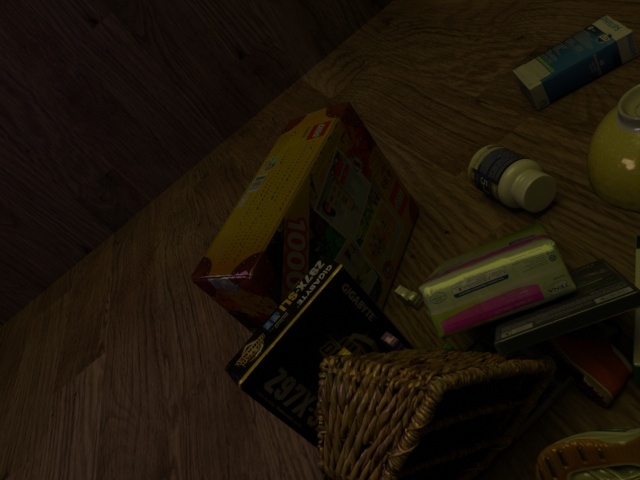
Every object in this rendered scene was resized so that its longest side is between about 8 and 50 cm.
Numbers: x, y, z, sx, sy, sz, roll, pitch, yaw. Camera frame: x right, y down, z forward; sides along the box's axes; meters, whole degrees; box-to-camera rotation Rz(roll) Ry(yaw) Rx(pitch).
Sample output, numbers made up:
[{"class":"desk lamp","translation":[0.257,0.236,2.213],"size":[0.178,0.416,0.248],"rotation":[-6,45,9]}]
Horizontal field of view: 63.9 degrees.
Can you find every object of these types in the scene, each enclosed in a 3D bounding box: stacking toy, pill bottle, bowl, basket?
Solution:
[{"class":"stacking toy","translation":[0.146,0.206,0.918],"size":[0.167,0.221,0.052],"rotation":[-47,33,-13]},{"class":"pill bottle","translation":[0.425,-0.136,1.140],"size":[0.112,0.112,0.187],"rotation":[-40,32,2]},{"class":"bowl","translation":[0.642,-0.209,0.965],"size":[0.289,0.156,0.289],"rotation":[-26,35,20]},{"class":"basket","translation":[0.170,0.270,0.728],"size":[0.223,0.299,0.213],"rotation":[-6,81,48]}]

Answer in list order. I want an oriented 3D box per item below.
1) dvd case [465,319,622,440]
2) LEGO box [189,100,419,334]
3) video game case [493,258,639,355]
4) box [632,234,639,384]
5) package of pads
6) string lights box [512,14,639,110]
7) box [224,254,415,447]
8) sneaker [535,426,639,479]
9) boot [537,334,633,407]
[{"class":"dvd case","translation":[0.359,0.198,0.893],"size":[0.253,0.022,0.180],"rotation":[-44,32,-4]},{"class":"LEGO box","translation":[0.000,0.000,1.173],"size":[0.193,0.372,0.500],"rotation":[-7,46,41]},{"class":"video game case","translation":[0.373,0.096,0.808],"size":[0.196,0.026,0.274],"rotation":[-27,-4,21]},{"class":"box","translation":[0.533,0.102,0.778],"size":[0.100,0.060,0.244],"rotation":[1,50,33]},{"class":"package of pads","translation":[0.306,0.065,0.909],"size":[0.229,0.101,0.296],"rotation":[-25,-3,22]},{"class":"string lights box","translation":[0.651,-0.459,1.326],"size":[0.259,0.077,0.133],"rotation":[-28,35,19]},{"class":"box","translation":[0.027,0.226,0.920],"size":[0.257,0.322,0.079],"rotation":[-47,32,-11]},{"class":"sneaker","translation":[0.426,0.265,0.635],"size":[0.296,0.131,0.112],"rotation":[-18,74,35]},{"class":"boot","translation":[0.405,0.171,0.801],"size":[0.084,0.059,0.158],"rotation":[-40,70,-8]}]
